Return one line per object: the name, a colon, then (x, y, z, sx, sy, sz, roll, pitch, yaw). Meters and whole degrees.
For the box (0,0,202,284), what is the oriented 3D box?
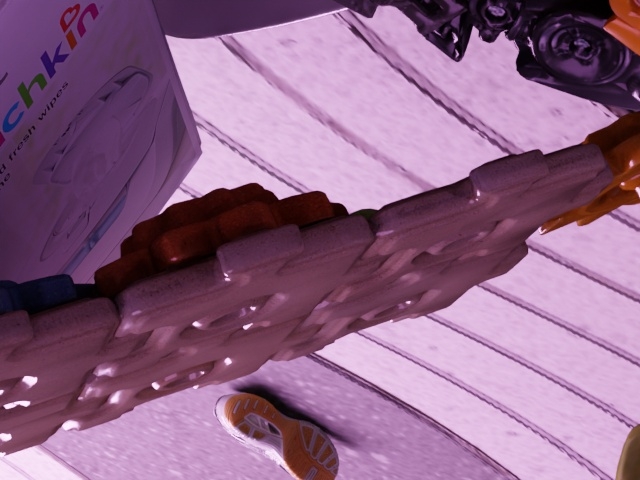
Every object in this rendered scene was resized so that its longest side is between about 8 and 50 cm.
box: (-0.188, -0.091, 0.648, 0.262, 0.127, 0.231, 31, 167, 12)

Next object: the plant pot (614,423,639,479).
plant pot: (0.248, 0.132, 0.681, 0.254, 0.276, 0.276, 46, 147, -19)

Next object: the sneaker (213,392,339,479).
sneaker: (-0.025, 0.111, 1.097, 0.083, 0.032, 0.037, 40, 164, -21)

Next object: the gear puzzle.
gear puzzle: (0.000, 0.000, 0.624, 0.339, 0.044, 0.175, -17, 168, -19)

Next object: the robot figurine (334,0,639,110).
robot figurine: (0.037, -0.148, 0.463, 0.291, 0.085, 0.211, 32, 142, -15)

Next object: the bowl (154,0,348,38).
bowl: (-0.044, -0.132, 0.617, 0.142, 0.053, 0.142, -7, 142, 46)
